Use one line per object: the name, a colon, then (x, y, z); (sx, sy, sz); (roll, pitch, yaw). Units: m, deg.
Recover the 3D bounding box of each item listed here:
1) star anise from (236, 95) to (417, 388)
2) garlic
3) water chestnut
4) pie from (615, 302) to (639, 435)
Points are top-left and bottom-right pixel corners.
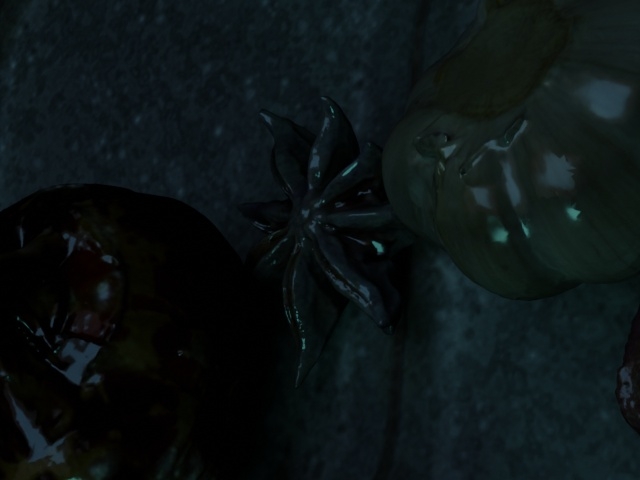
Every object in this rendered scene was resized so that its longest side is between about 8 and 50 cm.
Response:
star anise: (0.000, 0.000, 1.278); (0.204, 0.061, 0.181); (38, 106, 46)
garlic: (0.150, -0.062, 1.104); (0.228, 0.152, 0.228); (-22, 44, 23)
water chestnut: (-0.175, 0.095, 1.256); (0.289, 0.244, 0.289); (-6, 83, 61)
pie: (0.232, 0.062, 1.060); (0.153, 0.038, 0.154); (-17, 64, 38)
